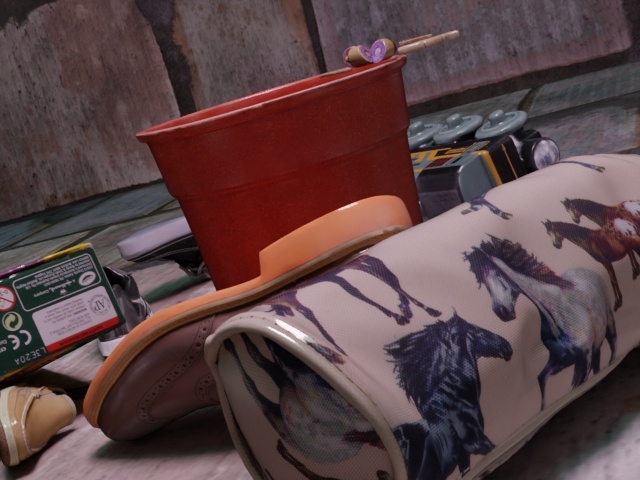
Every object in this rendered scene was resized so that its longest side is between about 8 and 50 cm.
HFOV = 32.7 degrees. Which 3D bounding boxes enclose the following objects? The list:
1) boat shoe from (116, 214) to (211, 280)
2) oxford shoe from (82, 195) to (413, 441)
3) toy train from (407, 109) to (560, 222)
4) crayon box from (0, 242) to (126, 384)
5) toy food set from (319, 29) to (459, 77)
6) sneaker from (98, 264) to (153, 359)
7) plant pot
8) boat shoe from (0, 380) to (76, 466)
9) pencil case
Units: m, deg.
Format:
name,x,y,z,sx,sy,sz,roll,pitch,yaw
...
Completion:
name,x,y,z,sx,sy,sz,roll,pitch,yaw
boat shoe,-0.169,0.005,1.644,0.113,0.105,0.306,-13,4,38
oxford shoe,-0.059,0.105,0.916,0.363,0.133,0.130,-34,-18,29
toy train,0.175,-0.086,1.528,0.190,0.142,0.334,-34,18,-29
crayon box,-0.432,0.141,1.164,0.363,0.106,0.313,-23,-3,-33
toy food set,0.060,-0.180,1.018,0.122,0.019,0.078,-21,11,-24
sneaker,-0.261,0.077,1.398,0.078,0.106,0.234,-17,10,-9
plant pot,-0.010,-0.018,1.075,0.272,0.265,0.272,-16,10,3
boat shoe,-0.278,0.170,1.075,0.072,0.068,0.190,-6,9,-10
pencil case,0.124,0.063,0.750,0.410,0.183,0.160,-24,-20,-39
